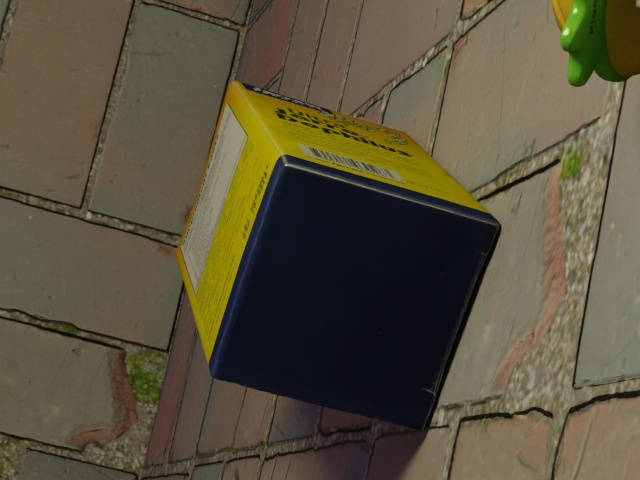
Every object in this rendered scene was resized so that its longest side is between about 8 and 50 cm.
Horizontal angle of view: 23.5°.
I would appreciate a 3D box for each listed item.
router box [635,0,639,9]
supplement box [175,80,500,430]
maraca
[{"bbox_3d":[0.295,-0.226,0.729,0.335,0.082,0.301,-125,52,-72],"label":"router box"},{"bbox_3d":[0.000,0.000,1.406,0.356,0.195,0.194,-121,48,-70],"label":"supplement box"},{"bbox_3d":[0.189,-0.158,0.958,0.186,0.099,0.127,-28,-57,-56],"label":"maraca"}]
